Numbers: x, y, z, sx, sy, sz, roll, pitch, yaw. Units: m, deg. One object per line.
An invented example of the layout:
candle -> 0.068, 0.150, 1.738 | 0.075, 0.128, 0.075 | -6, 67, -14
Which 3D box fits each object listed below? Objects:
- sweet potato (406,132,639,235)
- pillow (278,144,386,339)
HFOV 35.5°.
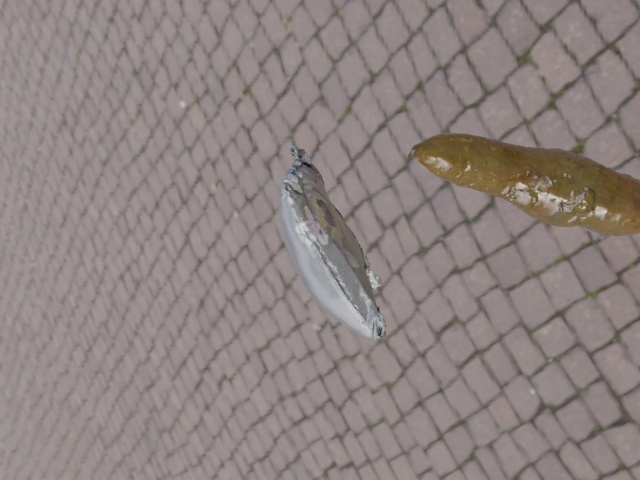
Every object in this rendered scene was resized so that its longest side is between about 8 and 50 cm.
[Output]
sweet potato -> 0.185, -0.043, 0.798 | 0.067, 0.273, 0.067 | -168, 90, -70
pillow -> 0.000, 0.000, 0.900 | 0.169, 0.059, 0.255 | 63, -176, -8
